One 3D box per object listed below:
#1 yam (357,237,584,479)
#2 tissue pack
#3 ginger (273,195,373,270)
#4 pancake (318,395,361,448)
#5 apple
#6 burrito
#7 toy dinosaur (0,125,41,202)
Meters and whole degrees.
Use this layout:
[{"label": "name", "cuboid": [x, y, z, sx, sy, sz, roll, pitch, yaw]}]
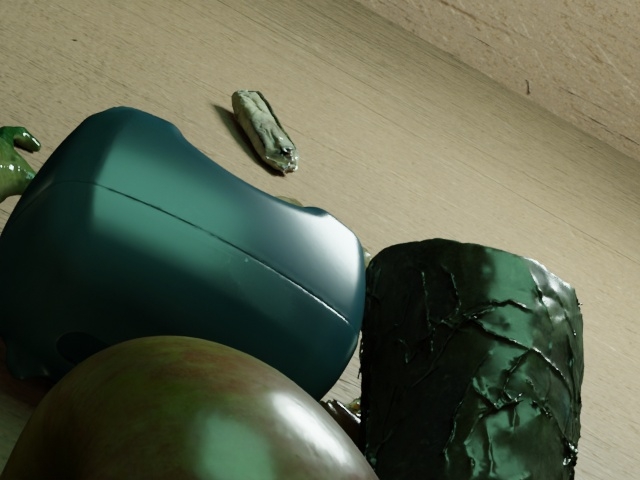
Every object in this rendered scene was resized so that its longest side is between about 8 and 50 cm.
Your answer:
[{"label": "yam", "cuboid": [0.124, 0.150, 1.309, 0.202, 0.201, 0.271, 23, 62, -18]}, {"label": "tissue pack", "cuboid": [-0.116, 0.047, 1.251, 0.287, 0.198, 0.206, 29, 50, -20]}, {"label": "ginger", "cuboid": [0.002, 0.000, 1.822, 0.173, 0.051, 0.069, 30, 22, 0]}, {"label": "pancake", "cuboid": [0.106, 0.205, 1.451, 0.212, 0.056, 0.257, 38, 19, 15]}, {"label": "apple", "cuboid": [-0.066, 0.190, 0.900, 0.234, 0.257, 0.257, 21, 21, -25]}, {"label": "burrito", "cuboid": [-0.073, -0.145, 2.083, 0.058, 0.045, 0.188, -5, 36, -21]}, {"label": "toy dinosaur", "cuboid": [-0.339, -0.097, 1.395, 0.447, 0.087, 0.301, 38, 15, -54]}]
